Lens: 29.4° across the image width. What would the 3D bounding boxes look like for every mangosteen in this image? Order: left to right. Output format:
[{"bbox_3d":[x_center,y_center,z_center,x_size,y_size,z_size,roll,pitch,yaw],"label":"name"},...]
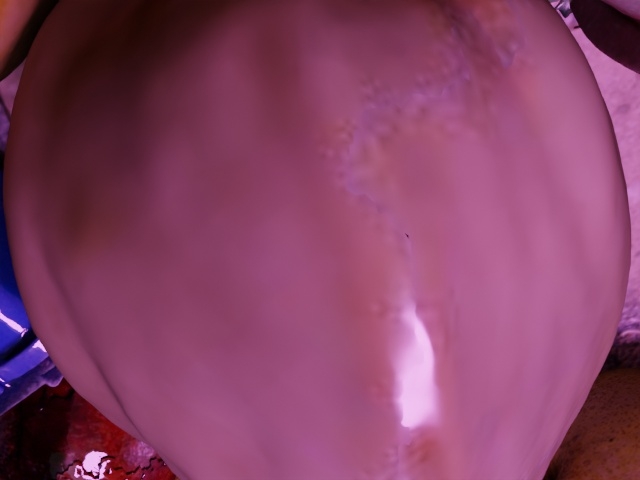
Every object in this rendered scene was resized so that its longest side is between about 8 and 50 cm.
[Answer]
[{"bbox_3d":[-0.154,0.126,0.829,0.180,0.166,0.166,-4,138,-50],"label":"mangosteen"}]

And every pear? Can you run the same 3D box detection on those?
[{"bbox_3d":[0.251,0.208,0.998,0.211,0.188,0.229,-3,133,-32],"label":"pear"}]

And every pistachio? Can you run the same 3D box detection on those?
[{"bbox_3d":[0.000,0.000,0.616,0.281,0.365,0.445,-14,163,-6],"label":"pistachio"}]

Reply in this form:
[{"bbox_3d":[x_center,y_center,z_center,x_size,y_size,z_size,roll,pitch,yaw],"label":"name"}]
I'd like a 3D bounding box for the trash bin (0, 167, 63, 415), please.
[{"bbox_3d":[-0.265,0.006,0.678,0.184,0.163,0.234,-35,127,14],"label":"trash bin"}]

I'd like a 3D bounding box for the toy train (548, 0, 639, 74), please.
[{"bbox_3d":[0.176,-0.204,0.614,0.304,0.150,0.222,19,114,-33],"label":"toy train"}]

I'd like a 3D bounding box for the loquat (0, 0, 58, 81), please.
[{"bbox_3d":[-0.201,-0.147,0.514,0.213,0.213,0.213,-9,133,-10],"label":"loquat"}]
